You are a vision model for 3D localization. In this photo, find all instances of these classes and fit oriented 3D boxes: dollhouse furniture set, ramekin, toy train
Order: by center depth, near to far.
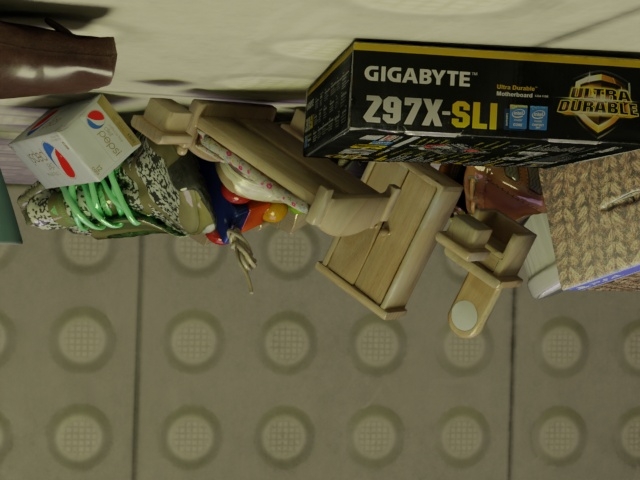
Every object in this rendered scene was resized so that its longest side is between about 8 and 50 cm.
[{"bbox_3d":[0.000,0.000,1.470,0.303,0.173,0.356,35,-159,30],"label":"dollhouse furniture set"},{"bbox_3d":[-0.065,-0.042,1.729,0.143,0.248,0.105,-9,147,-26],"label":"toy train"},{"bbox_3d":[0.379,-0.032,1.855,0.273,0.127,0.273,-23,171,-4],"label":"ramekin"}]

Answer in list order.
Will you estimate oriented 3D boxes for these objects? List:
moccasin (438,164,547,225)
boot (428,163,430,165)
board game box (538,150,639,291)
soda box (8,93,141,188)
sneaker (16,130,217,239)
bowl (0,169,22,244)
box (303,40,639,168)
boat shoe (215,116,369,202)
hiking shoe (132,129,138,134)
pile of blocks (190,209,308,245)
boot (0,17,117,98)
[{"bbox_3d":[0.200,-0.076,1.718,0.147,0.139,0.380,15,-178,0],"label":"moccasin"},{"bbox_3d":[0.121,-0.117,1.913,0.037,0.106,0.114,19,-145,25],"label":"boot"},{"bbox_3d":[0.424,-0.040,1.493,0.291,0.141,0.232,2,162,-37],"label":"board game box"},{"bbox_3d":[-0.282,-0.110,1.590,0.069,0.074,0.216,-44,-162,-19],"label":"soda box"},{"bbox_3d":[-0.260,-0.048,1.719,0.182,0.158,0.410,-26,-171,-25],"label":"sneaker"},{"bbox_3d":[-0.582,-0.078,2.006,0.312,0.163,0.311,2,178,0],"label":"bowl"},{"bbox_3d":[0.129,-0.114,1.263,0.257,0.079,0.322,4,179,-6],"label":"box"},{"bbox_3d":[0.016,-0.100,1.692,0.285,0.102,0.092,2,147,-28],"label":"boat shoe"},{"bbox_3d":[-0.216,-0.120,1.922,0.114,0.086,0.227,-16,-168,-31],"label":"hiking shoe"},{"bbox_3d":[-0.052,-0.084,1.923,0.362,0.148,0.113,-4,-164,31],"label":"pile of blocks"},{"bbox_3d":[-0.281,-0.122,1.057,0.207,0.090,0.248,4,174,-25],"label":"boot"}]
